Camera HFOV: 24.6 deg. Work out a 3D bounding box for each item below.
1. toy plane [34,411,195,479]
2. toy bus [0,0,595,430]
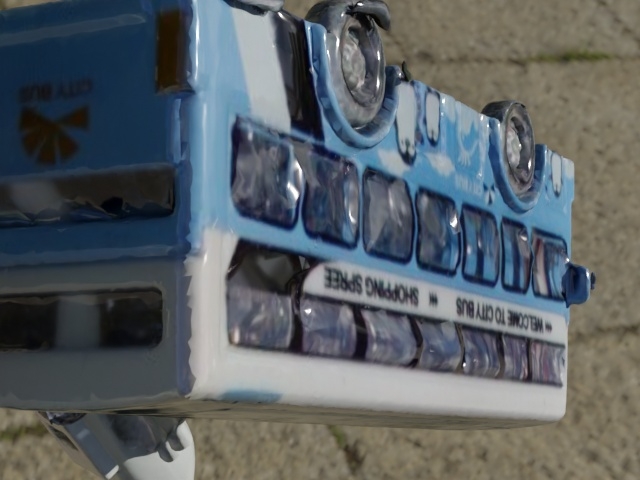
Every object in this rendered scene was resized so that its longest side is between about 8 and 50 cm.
[{"bbox_3d":[-0.153,0.101,0.979,0.101,0.255,0.251,-40,37,-28],"label":"toy plane"},{"bbox_3d":[0.000,0.000,0.514,0.106,0.131,0.297,-4,-10,29],"label":"toy bus"}]
